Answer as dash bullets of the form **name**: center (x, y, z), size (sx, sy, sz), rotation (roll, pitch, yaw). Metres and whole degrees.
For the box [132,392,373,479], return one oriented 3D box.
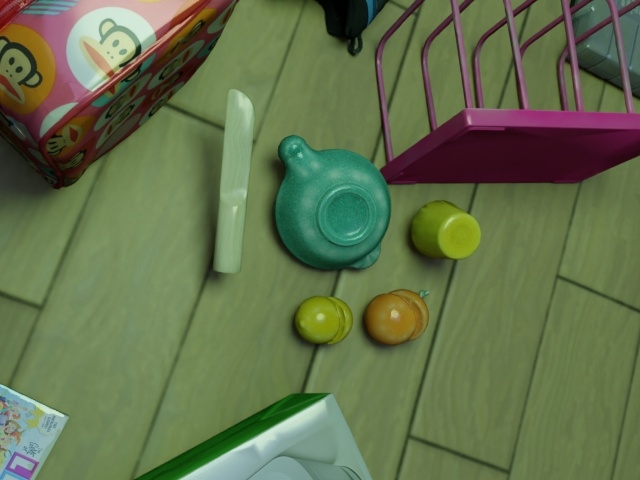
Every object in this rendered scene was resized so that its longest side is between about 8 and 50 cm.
- **box**: center (-0.069, 0.308, 0.745), size (0.262, 0.127, 0.231), rotation (-24, 88, -23)

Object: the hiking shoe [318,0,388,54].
- **hiking shoe**: center (-0.030, -0.346, 0.849), size (0.304, 0.113, 0.132), rotation (33, 84, -25)

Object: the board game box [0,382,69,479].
- **board game box**: center (-0.319, 0.211, 0.717), size (0.103, 0.026, 0.154), rotation (30, 72, -14)

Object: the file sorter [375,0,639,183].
- **file sorter**: center (0.232, -0.180, 0.897), size (0.290, 0.202, 0.182), rotation (-2, 79, -21)

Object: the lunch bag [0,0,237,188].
- **lunch bag**: center (-0.173, -0.173, 0.686), size (0.258, 0.293, 0.120), rotation (-43, 99, -17)

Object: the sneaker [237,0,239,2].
- **sneaker**: center (-0.180, -0.356, 0.836), size (0.125, 0.104, 0.262), rotation (-42, 105, -32)

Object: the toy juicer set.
- **toy juicer set**: center (0.000, 0.000, 0.850), size (0.329, 0.089, 0.209), rotation (25, 92, -18)

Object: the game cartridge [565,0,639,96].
- **game cartridge**: center (0.474, -0.373, 1.095), size (0.230, 0.068, 0.355), rotation (20, 75, -13)
